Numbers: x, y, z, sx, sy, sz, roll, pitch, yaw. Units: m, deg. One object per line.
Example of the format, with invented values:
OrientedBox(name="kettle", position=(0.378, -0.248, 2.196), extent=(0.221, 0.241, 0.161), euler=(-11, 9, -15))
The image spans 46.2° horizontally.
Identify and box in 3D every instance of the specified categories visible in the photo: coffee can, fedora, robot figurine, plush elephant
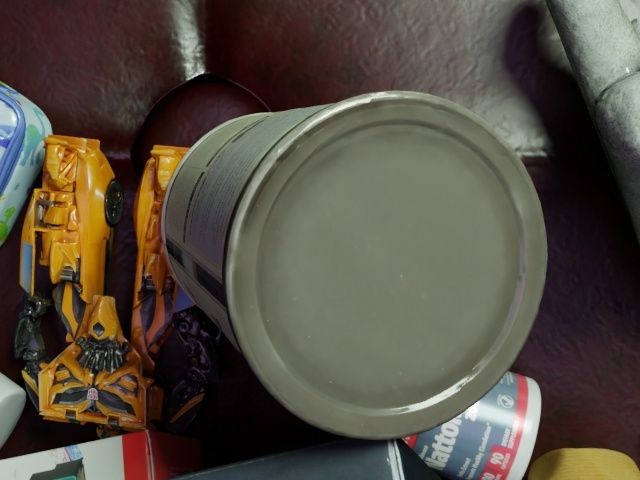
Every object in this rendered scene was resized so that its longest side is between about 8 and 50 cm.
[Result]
OrientedBox(name="coffee can", position=(0.000, 0.000, 0.554), extent=(0.201, 0.275, 0.202), euler=(-3, 98, -19))
OrientedBox(name="fedora", position=(0.232, 0.231, 0.654), extent=(0.194, 0.194, 0.079), euler=(0, 59, 6))
OrientedBox(name="robot figurine", position=(-0.195, 0.052, 0.706), extent=(0.210, 0.085, 0.291), euler=(6, 96, 7))
OrientedBox(name="plush elephant", position=(0.346, -0.087, 0.550), extent=(0.255, 0.272, 0.330), euler=(-21, 122, 21))

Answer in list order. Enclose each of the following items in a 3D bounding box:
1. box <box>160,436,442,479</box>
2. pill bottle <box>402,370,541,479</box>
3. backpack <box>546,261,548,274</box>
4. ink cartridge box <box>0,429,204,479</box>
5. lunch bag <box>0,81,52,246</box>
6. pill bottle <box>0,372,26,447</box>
OrientedBox(name="box", position=(-0.076, 0.318, 0.567), extent=(0.395, 0.293, 0.212), euler=(-17, 57, 14))
OrientedBox(name="pill bottle", position=(0.093, 0.149, 0.672), extent=(0.180, 0.108, 0.108), euler=(17, 97, 5))
OrientedBox(name="backpack", position=(0.134, 0.044, 0.669), extent=(0.105, 0.084, 0.114), euler=(28, 100, 5))
OrientedBox(name="ink cartridge box", position=(-0.193, 0.229, 0.691), extent=(0.230, 0.134, 0.078), euler=(-13, 70, 7))
OrientedBox(name="lunch bag", position=(-0.382, -0.098, 0.712), extent=(0.218, 0.090, 0.176), euler=(30, 95, 2))
OrientedBox(name="pill bottle", position=(-0.435, 0.119, 0.700), extent=(0.283, 0.161, 0.161), euler=(33, 98, 2))
